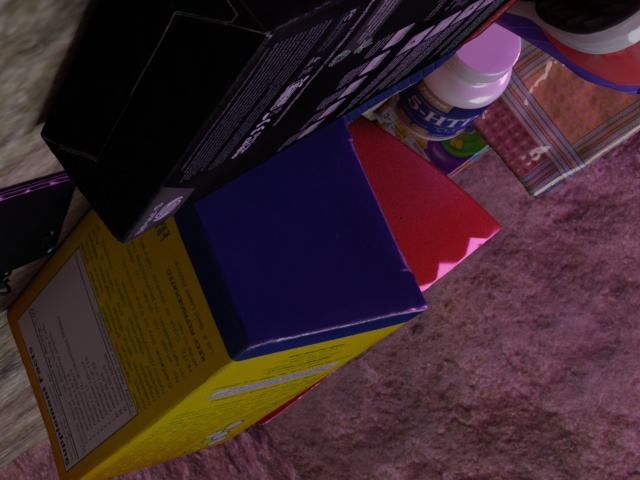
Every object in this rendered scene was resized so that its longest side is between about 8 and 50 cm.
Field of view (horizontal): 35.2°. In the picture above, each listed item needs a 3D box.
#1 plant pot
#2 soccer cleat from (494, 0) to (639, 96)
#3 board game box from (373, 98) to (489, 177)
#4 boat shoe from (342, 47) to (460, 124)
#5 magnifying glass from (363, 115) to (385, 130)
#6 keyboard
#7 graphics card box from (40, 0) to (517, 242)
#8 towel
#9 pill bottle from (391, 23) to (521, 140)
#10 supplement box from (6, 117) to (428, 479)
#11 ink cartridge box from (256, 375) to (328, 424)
[{"bbox_3d":[0.000,0.000,1.205,0.267,0.236,0.267,-34,177,-38],"label":"plant pot"},{"bbox_3d":[0.218,-0.196,0.885,0.108,0.116,0.318,-41,-153,3],"label":"soccer cleat"},{"bbox_3d":[0.239,-0.216,1.458,0.275,0.142,0.144,-38,177,22],"label":"board game box"},{"bbox_3d":[0.051,-0.164,0.913,0.183,0.066,0.066,-31,174,-1],"label":"boat shoe"},{"bbox_3d":[0.055,-0.154,1.478,0.092,0.026,0.231,-39,174,25],"label":"magnifying glass"},{"bbox_3d":[-0.243,0.005,0.667,0.192,0.038,0.100,-29,148,-60],"label":"keyboard"},{"bbox_3d":[0.028,-0.155,0.608,0.371,0.094,0.233,-36,177,-35],"label":"graphics card box"},{"bbox_3d":[0.355,-0.246,1.307,0.370,0.271,0.040,-37,-159,19],"label":"towel"},{"bbox_3d":[0.159,-0.197,1.182,0.112,0.112,0.187,-36,176,-18],"label":"pill bottle"},{"bbox_3d":[-0.111,0.063,0.911,0.195,0.194,0.356,-8,158,-41],"label":"supplement box"},{"bbox_3d":[-0.081,0.089,1.381,0.272,0.130,0.309,13,-145,41],"label":"ink cartridge box"}]
